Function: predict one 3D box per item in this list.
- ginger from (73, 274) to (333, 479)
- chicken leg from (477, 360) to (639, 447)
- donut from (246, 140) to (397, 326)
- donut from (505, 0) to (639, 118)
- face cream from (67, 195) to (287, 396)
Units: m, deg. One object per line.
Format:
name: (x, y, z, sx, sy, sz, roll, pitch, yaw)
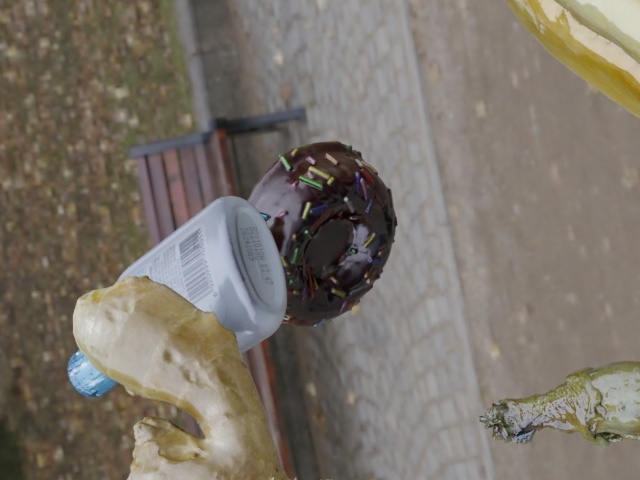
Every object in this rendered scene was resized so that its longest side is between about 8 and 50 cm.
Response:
ginger: (-0.095, 0.231, 1.259, 0.122, 0.348, 0.363, 60, -141, -76)
chicken leg: (0.292, 0.188, 1.426, 0.103, 0.227, 0.088, 16, -121, -58)
donut: (0.000, 0.000, 1.519, 0.089, 0.235, 0.235, 31, 136, 40)
donut: (0.306, -0.187, 0.858, 0.449, 0.448, 0.198, -113, 34, -44)
face cream: (-0.171, 0.089, 1.440, 0.336, 0.080, 0.163, -35, 63, 39)
